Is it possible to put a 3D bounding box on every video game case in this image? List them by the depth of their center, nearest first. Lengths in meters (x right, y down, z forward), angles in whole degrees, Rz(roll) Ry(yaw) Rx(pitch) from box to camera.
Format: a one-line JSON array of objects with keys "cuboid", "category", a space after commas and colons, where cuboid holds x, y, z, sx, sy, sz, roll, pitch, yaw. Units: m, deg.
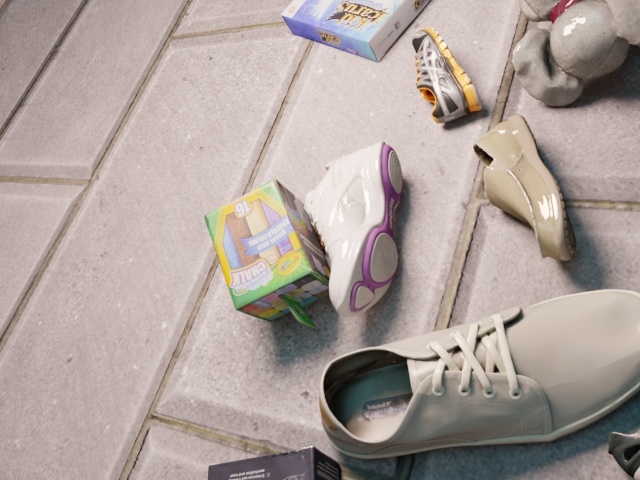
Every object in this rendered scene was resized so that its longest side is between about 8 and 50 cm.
[{"cuboid": [0.088, -0.504, 1.351, 0.270, 0.061, 0.244, 31, 79, 39], "category": "video game case"}]

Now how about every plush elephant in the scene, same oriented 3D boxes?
[{"cuboid": [0.408, -0.358, 0.976, 0.330, 0.255, 0.272, -21, -1, -26], "category": "plush elephant"}]

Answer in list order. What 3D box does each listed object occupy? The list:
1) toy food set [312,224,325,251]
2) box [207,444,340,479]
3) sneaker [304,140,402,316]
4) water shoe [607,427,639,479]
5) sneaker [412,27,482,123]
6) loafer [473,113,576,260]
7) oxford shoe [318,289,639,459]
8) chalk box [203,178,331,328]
[{"cuboid": [0.000, 0.000, 1.095, 0.122, 0.019, 0.077, -12, 55, 14], "category": "toy food set"}, {"cuboid": [-0.059, 0.362, 0.837, 0.156, 0.093, 0.158, -16, 52, 19], "category": "box"}, {"cuboid": [0.043, -0.014, 1.024, 0.152, 0.114, 0.305, -8, 51, 27], "category": "sneaker"}, {"cuboid": [0.402, 0.177, 0.720, 0.203, 0.073, 0.080, -43, 47, -4], "category": "water shoe"}, {"cuboid": [0.198, -0.288, 1.136, 0.083, 0.084, 0.214, -31, 51, 14], "category": "sneaker"}, {"cuboid": [0.286, -0.069, 0.936, 0.092, 0.102, 0.268, -22, 42, 17], "category": "loafer"}, {"cuboid": [0.194, 0.165, 0.809, 0.450, 0.130, 0.169, -19, 51, 15], "category": "oxford shoe"}, {"cuboid": [-0.067, 0.041, 1.013, 0.132, 0.132, 0.213, -26, 67, 11], "category": "chalk box"}]
